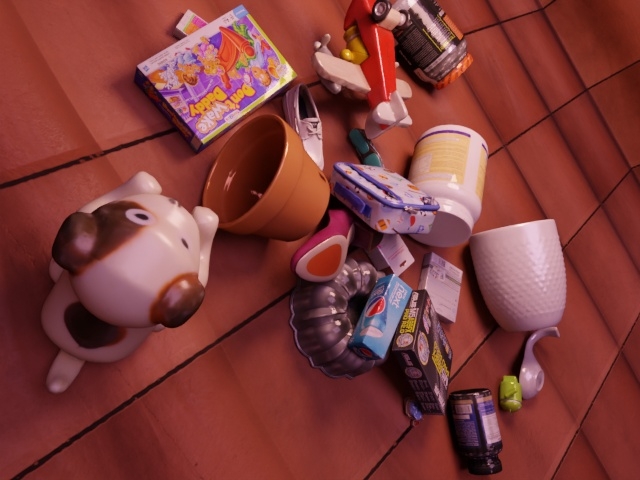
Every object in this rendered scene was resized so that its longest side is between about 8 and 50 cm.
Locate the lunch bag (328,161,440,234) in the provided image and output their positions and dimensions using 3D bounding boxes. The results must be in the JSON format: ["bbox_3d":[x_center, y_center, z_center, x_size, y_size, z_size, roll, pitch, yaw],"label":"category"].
[{"bbox_3d":[0.169,-0.119,1.321,0.243,0.303,0.115,2,117,-37],"label":"lunch bag"}]

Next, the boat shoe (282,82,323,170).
[{"bbox_3d":[-0.036,-0.322,1.368,0.096,0.088,0.268,-3,75,-34],"label":"boat shoe"}]

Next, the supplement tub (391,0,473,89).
[{"bbox_3d":[0.381,-0.726,1.715,0.338,0.207,0.207,46,55,-12],"label":"supplement tub"}]

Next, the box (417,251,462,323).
[{"bbox_3d":[0.379,0.151,1.511,0.145,0.038,0.186,30,59,-22],"label":"box"}]

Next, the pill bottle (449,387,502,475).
[{"bbox_3d":[0.451,0.545,1.367,0.122,0.122,0.219,2,73,-33],"label":"pill bottle"}]

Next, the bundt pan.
[{"bbox_3d":[0.086,0.192,1.249,0.330,0.124,0.331,12,67,-29],"label":"bundt pan"}]

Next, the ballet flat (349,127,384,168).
[{"bbox_3d":[0.158,-0.272,1.500,0.070,0.070,0.189,-28,94,-37],"label":"ballet flat"}]

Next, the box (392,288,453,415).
[{"bbox_3d":[0.286,0.303,1.293,0.270,0.060,0.216,62,33,-28],"label":"box"}]

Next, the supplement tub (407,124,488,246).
[{"bbox_3d":[0.393,-0.172,1.507,0.241,0.241,0.332,30,60,-22],"label":"supplement tub"}]

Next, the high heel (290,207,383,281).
[{"bbox_3d":[0.000,0.000,1.203,0.377,0.181,0.127,-16,125,-55],"label":"high heel"}]

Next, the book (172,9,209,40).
[{"bbox_3d":[-0.317,-0.554,1.300,0.144,0.035,0.096,31,56,-22],"label":"book"}]

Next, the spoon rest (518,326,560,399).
[{"bbox_3d":[0.734,0.416,1.631,0.276,0.084,0.137,-52,126,-26],"label":"spoon rest"}]

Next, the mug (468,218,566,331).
[{"bbox_3d":[0.677,0.122,1.604,0.374,0.276,0.328,4,75,-65],"label":"mug"}]

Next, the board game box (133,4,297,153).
[{"bbox_3d":[-0.259,-0.420,1.227,0.233,0.078,0.347,50,63,-10],"label":"board game box"}]

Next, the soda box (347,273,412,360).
[{"bbox_3d":[0.148,0.188,1.173,0.071,0.067,0.210,41,55,-15],"label":"soda box"}]

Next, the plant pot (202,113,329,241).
[{"bbox_3d":[-0.115,-0.127,1.149,0.203,0.290,0.291,29,58,-41],"label":"plant pot"}]

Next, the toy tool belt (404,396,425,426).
[{"bbox_3d":[0.263,0.472,1.312,0.052,0.051,0.083,-5,77,-35],"label":"toy tool belt"}]

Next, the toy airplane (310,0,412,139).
[{"bbox_3d":[0.136,-0.496,1.449,0.386,0.272,0.385,52,51,-36],"label":"toy airplane"}]

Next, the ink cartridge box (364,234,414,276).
[{"bbox_3d":[0.188,0.016,1.416,0.104,0.061,0.181,-35,93,-37],"label":"ink cartridge box"}]

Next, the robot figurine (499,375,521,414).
[{"bbox_3d":[0.609,0.495,1.524,0.101,0.067,0.115,50,45,-50],"label":"robot figurine"}]

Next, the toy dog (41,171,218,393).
[{"bbox_3d":[-0.351,0.055,0.826,0.284,0.408,0.395,45,55,-12],"label":"toy dog"}]
